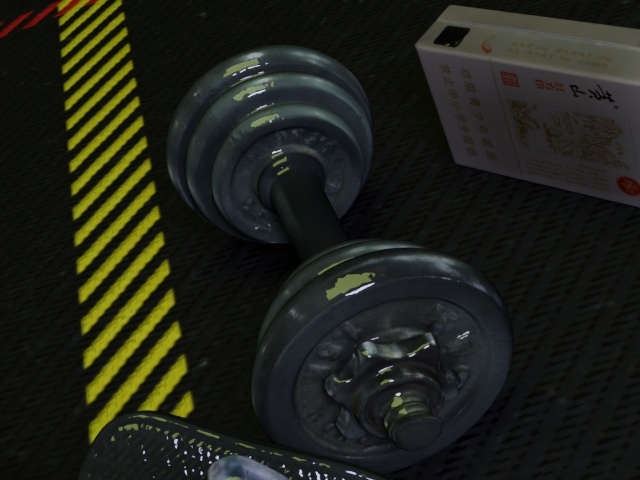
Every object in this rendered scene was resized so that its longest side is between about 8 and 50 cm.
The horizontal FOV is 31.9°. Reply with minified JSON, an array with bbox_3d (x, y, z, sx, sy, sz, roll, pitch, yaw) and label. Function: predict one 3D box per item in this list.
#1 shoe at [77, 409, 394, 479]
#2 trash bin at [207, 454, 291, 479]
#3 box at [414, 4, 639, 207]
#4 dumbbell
[{"bbox_3d":[-0.026,0.175,0.681,0.241,0.093,0.108,21,80,8],"label":"shoe"},{"bbox_3d":[-0.099,0.296,0.450,0.381,0.295,0.259,-25,39,3],"label":"trash bin"},{"bbox_3d":[0.185,-0.107,0.889,0.201,0.141,0.058,17,57,38],"label":"box"},{"bbox_3d":[0.000,0.000,0.816,0.179,0.179,0.406,-23,39,-3],"label":"dumbbell"}]
